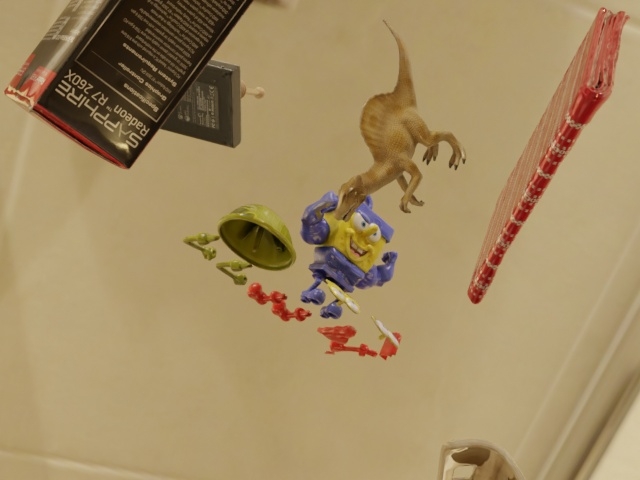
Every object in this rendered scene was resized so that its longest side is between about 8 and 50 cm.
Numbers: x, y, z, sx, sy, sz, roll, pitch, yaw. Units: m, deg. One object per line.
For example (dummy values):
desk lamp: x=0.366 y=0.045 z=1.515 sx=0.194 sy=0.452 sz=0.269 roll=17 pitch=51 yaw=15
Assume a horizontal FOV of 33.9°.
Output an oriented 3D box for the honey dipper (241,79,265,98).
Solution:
honey dipper: x=-0.107 y=-0.214 z=1.493 sx=0.030 sy=0.030 sz=0.161 roll=25 pitch=11 yaw=8

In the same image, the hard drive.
hard drive: x=-0.151 y=-0.160 z=1.152 sx=0.135 sy=0.094 sz=0.022 roll=16 pitch=37 yaw=20

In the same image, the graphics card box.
graphics card box: x=-0.106 y=-0.238 z=0.858 sx=0.094 sy=0.371 sz=0.233 roll=36 pitch=-4 yaw=-23

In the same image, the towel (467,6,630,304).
towel: x=0.227 y=-0.085 z=1.055 sx=0.031 sy=0.275 sz=0.199 roll=25 pitch=40 yaw=4

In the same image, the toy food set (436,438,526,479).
toy food set: x=0.194 y=0.361 z=1.042 sx=0.092 sy=0.219 sz=0.306 roll=-22 pitch=63 yaw=-7

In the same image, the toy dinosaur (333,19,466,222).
toy dinosaur: x=0.068 y=-0.088 z=0.825 sx=0.093 sy=0.183 sz=0.053 roll=33 pitch=-27 yaw=-30

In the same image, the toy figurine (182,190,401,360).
toy figurine: x=0.000 y=0.000 z=1.598 sx=0.362 sy=0.217 sz=0.191 roll=40 pitch=-29 yaw=-27
